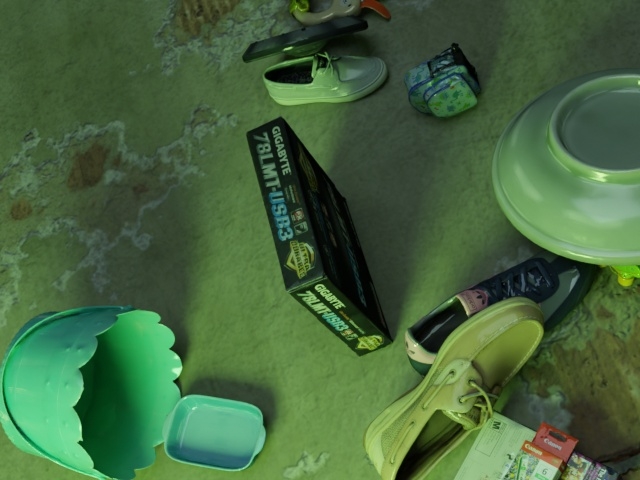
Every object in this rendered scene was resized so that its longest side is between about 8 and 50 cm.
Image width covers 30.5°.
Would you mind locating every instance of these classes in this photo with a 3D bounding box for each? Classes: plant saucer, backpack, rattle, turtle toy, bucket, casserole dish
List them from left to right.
[{"bbox_3d":[-0.374,0.239,1.897,0.183,0.281,0.281,2,67,28],"label":"bucket"},{"bbox_3d":[-0.167,0.314,1.899,0.188,0.037,0.114,5,68,25],"label":"casserole dish"},{"bbox_3d":[0.020,-0.464,2.137,0.200,0.142,0.130,17,55,35],"label":"rattle"},{"bbox_3d":[0.203,-0.258,1.973,0.114,0.105,0.084,-22,58,19],"label":"backpack"},{"bbox_3d":[0.451,-0.144,1.748,0.401,0.100,0.400,-8,47,9],"label":"plant saucer"},{"bbox_3d":[0.465,0.016,1.743,0.066,0.095,0.130,-34,55,-21],"label":"turtle toy"}]

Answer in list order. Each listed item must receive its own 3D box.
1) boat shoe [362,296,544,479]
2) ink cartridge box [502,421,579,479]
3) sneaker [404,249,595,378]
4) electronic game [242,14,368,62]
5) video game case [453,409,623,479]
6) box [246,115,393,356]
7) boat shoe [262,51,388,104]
[{"bbox_3d":[0.209,0.229,1.700,0.341,0.122,0.110,-49,33,13],"label":"boat shoe"},{"bbox_3d":[0.307,0.313,1.646,0.063,0.029,0.115,25,78,31],"label":"ink cartridge box"},{"bbox_3d":[0.268,0.099,1.756,0.319,0.131,0.112,-37,56,3],"label":"sneaker"},{"bbox_3d":[-0.027,-0.351,2.069,0.229,0.229,0.048,-13,100,17],"label":"electronic game"},{"bbox_3d":[0.281,0.386,1.665,0.210,0.042,0.232,23,76,31],"label":"video game case"},{"bbox_3d":[0.000,0.000,1.825,0.073,0.293,0.295,-24,58,13],"label":"box"},{"bbox_3d":[0.003,-0.294,2.090,0.228,0.081,0.079,-7,64,21],"label":"boat shoe"}]
